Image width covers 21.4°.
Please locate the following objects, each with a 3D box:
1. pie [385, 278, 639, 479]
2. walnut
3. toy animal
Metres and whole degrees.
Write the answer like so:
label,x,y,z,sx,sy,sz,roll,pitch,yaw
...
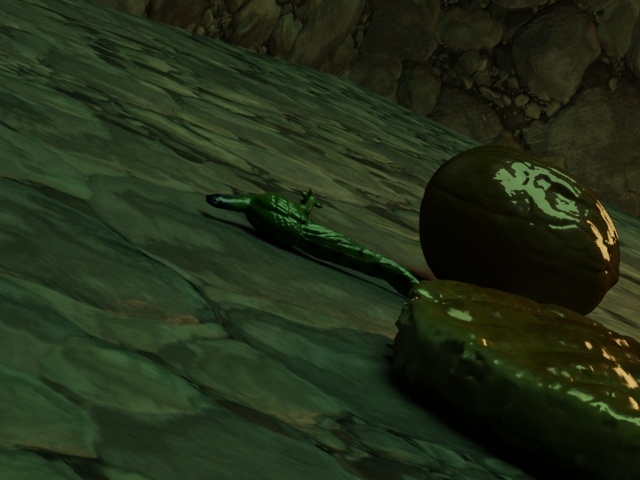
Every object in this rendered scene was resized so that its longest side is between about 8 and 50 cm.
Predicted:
label,x,y,z,sx,sy,sz,roll,pitch,yaw
pie,0.202,0.117,1.229,0.339,0.083,0.339,20,9,-3
walnut,0.194,-0.003,1.649,0.207,0.167,0.167,26,9,4
toy animal,0.001,-0.008,1.539,0.217,0.041,0.075,24,27,-6
